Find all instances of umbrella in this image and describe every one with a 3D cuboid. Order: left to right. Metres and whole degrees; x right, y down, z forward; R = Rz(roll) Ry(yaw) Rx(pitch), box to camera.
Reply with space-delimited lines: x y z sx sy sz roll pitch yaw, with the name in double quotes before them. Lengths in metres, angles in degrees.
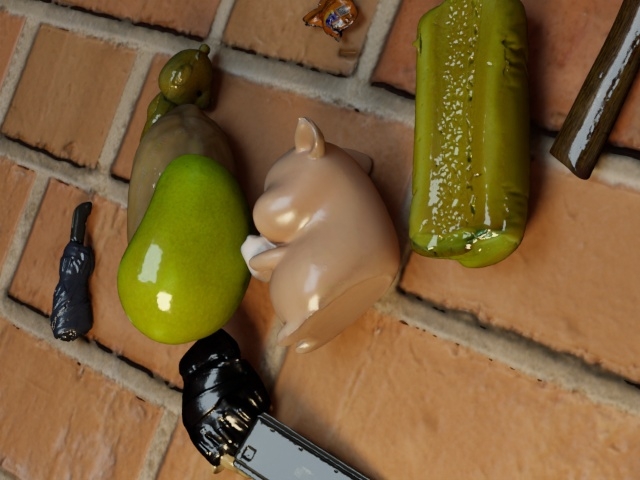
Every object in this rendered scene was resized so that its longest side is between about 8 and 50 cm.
"umbrella" -0.414 0.052 2.372 0.071 0.071 0.248 -19 61 36

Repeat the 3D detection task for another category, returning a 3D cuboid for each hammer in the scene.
"hammer" 0.396 -0.273 1.767 0.242 0.095 0.409 32 104 42

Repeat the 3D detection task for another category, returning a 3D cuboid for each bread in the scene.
"bread" 0.205 -0.146 1.859 0.166 0.112 0.383 -10 69 36

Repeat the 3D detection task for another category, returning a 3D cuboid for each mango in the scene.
"mango" -0.181 0.020 2.017 0.273 0.185 0.149 -66 19 -13

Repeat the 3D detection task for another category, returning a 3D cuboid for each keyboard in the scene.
"keyboard" -0.016 0.327 1.921 0.230 0.025 0.093 30 88 27

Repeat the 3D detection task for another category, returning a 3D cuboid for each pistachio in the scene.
"pistachio" -0.217 -0.074 2.172 0.181 0.162 0.293 153 123 -63

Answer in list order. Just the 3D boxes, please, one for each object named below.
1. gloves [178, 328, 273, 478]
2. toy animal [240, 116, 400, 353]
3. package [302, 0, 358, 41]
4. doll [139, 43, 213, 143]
"gloves" -0.134 0.252 2.036 0.164 0.124 0.203 -60 37 34
"toy animal" -0.003 -0.003 1.949 0.213 0.195 0.256 -31 71 16
"package" 0.016 -0.345 2.138 0.110 0.033 0.077 50 120 43
"doll" -0.233 -0.216 2.289 0.209 0.097 0.137 -59 7 31
